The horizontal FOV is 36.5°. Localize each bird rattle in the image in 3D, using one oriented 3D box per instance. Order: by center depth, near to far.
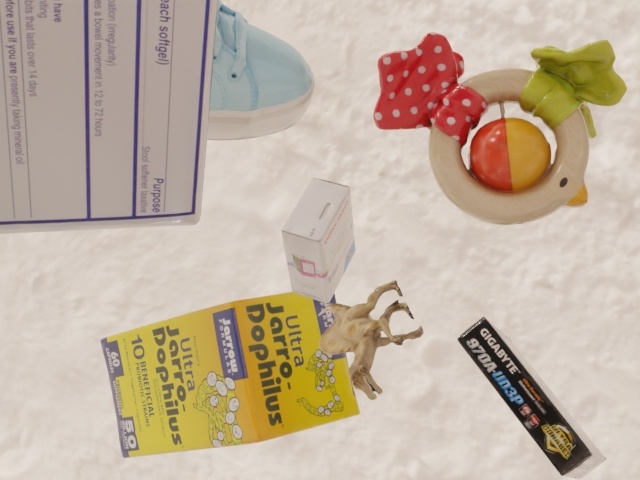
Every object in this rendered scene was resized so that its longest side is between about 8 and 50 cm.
[{"bbox_3d":[0.184,-0.119,1.001,0.253,0.143,0.207,-5,79,-2],"label":"bird rattle"}]

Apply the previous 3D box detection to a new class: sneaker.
[{"bbox_3d":[-0.145,-0.191,0.793,0.366,0.150,0.135,12,51,-30],"label":"sneaker"}]

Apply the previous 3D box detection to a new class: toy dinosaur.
[{"bbox_3d":[0.039,0.075,0.913,0.092,0.183,0.053,-27,115,0],"label":"toy dinosaur"}]

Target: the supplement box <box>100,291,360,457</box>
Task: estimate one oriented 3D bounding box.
[{"bbox_3d":[-0.144,0.201,1.447,0.195,0.356,0.194,-7,81,-44],"label":"supplement box"}]

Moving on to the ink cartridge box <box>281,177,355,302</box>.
[{"bbox_3d":[0.000,0.000,1.138,0.052,0.122,0.088,17,55,17],"label":"ink cartridge box"}]

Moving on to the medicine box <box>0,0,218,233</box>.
[{"bbox_3d":[-0.217,-0.148,0.619,0.289,0.149,0.263,-4,130,-17],"label":"medicine box"}]

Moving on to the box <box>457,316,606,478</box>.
[{"bbox_3d":[0.282,0.213,1.288,0.051,0.175,0.220,-40,64,8],"label":"box"}]
